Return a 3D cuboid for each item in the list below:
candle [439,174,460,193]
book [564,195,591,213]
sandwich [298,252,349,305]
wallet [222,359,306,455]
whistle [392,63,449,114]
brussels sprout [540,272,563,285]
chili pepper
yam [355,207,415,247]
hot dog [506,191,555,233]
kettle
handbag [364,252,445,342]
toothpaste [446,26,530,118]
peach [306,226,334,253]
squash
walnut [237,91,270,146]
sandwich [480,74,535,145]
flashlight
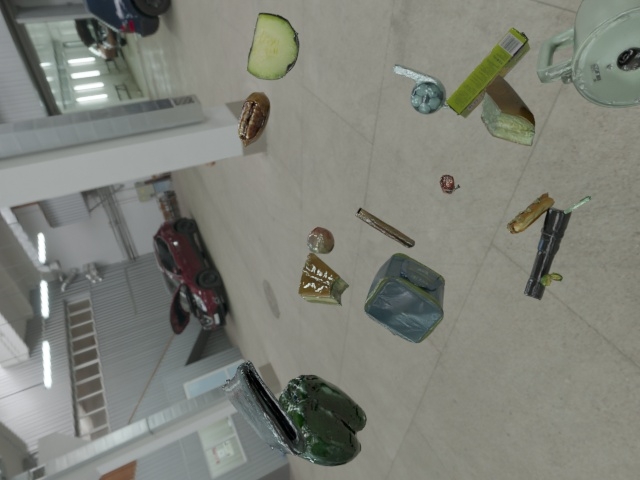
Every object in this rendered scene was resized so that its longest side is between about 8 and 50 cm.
[{"bbox_3d":[0.360,-0.155,1.128,0.053,0.048,0.162,51,-166,14],"label":"candle"},{"bbox_3d":[1.014,-0.143,1.594,0.103,0.135,0.017,-39,76,31],"label":"book"},{"bbox_3d":[0.030,0.179,1.919,0.155,0.199,0.227,51,-134,-59],"label":"sandwich"},{"bbox_3d":[-0.134,0.366,0.866,0.190,0.046,0.379,50,153,10],"label":"wallet"},{"bbox_3d":[0.426,-0.628,1.723,0.290,0.163,0.163,27,142,13],"label":"whistle"},{"bbox_3d":[0.985,0.164,1.725,0.046,0.083,0.050,42,-147,-41],"label":"brussels sprout"},{"bbox_3d":[-0.005,0.543,1.216,0.257,0.233,0.249,30,158,-18],"label":"chili pepper"},{"bbox_3d":[0.255,-0.047,1.594,0.264,0.046,0.046,33,150,6],"label":"yam"},{"bbox_3d":[0.947,-0.121,1.824,0.072,0.269,0.109,49,171,5],"label":"hot dog"},{"bbox_3d":[0.674,-0.451,0.936,0.205,0.318,0.265,32,142,-4],"label":"kettle"},{"bbox_3d":[0.305,0.195,1.422,0.263,0.241,0.222,28,117,5],"label":"handbag"},{"bbox_3d":[0.613,-0.605,1.485,0.077,0.110,0.327,50,119,15],"label":"toothpaste"},{"bbox_3d":[0.002,0.001,1.159,0.083,0.083,0.083,49,149,44],"label":"peach"},{"bbox_3d":[-0.126,-0.594,1.271,0.184,0.085,0.191,27,113,23],"label":"squash"},{"bbox_3d":[-0.247,-0.442,1.481,0.116,0.116,0.207,41,114,52],"label":"walnut"},{"bbox_3d":[0.531,-0.377,1.173,0.094,0.096,0.258,74,-175,-51],"label":"sandwich"},{"bbox_3d":[0.999,0.064,1.789,0.103,0.103,0.423,32,117,58],"label":"flashlight"}]
